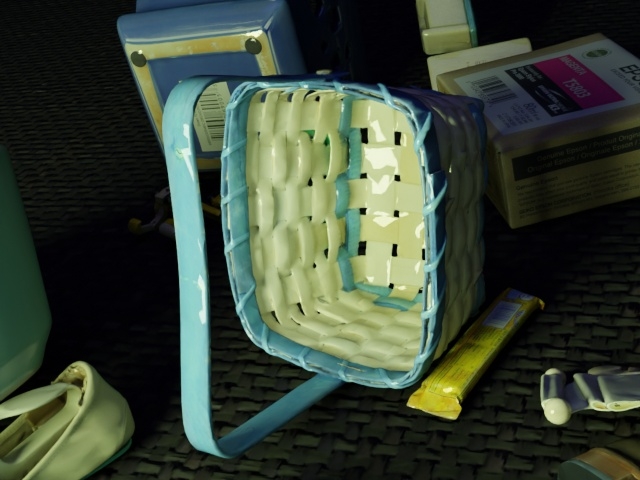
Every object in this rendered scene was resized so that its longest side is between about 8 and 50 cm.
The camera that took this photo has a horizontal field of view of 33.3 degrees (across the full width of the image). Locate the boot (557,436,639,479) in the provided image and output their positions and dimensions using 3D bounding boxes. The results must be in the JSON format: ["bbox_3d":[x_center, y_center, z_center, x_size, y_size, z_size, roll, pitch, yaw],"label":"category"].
[{"bbox_3d":[0.234,0.152,0.572,0.106,0.082,0.219,-22,23,-19],"label":"boot"}]

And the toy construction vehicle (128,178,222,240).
[{"bbox_3d":[-0.141,-0.028,1.125,0.086,0.035,0.098,20,43,29],"label":"toy construction vehicle"}]

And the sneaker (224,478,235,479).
[{"bbox_3d":[-0.066,0.214,0.604,0.082,0.069,0.209,-17,28,0],"label":"sneaker"}]

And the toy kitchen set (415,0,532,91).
[{"bbox_3d":[0.192,-0.239,1.342,0.122,0.166,0.207,-10,65,7],"label":"toy kitchen set"}]

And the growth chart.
[{"bbox_3d":[0.251,0.094,0.673,0.237,0.021,0.172,-3,0,20],"label":"growth chart"}]

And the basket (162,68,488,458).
[{"bbox_3d":[0.000,0.000,0.789,0.201,0.255,0.289,9,16,32],"label":"basket"}]

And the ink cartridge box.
[{"bbox_3d":[0.239,-0.117,1.066,0.193,0.088,0.235,-16,27,-3],"label":"ink cartridge box"}]

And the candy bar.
[{"bbox_3d":[0.123,0.082,0.820,0.040,0.018,0.161,13,36,33],"label":"candy bar"}]

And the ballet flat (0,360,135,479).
[{"bbox_3d":[-0.237,0.169,0.744,0.086,0.086,0.248,11,36,37],"label":"ballet flat"}]

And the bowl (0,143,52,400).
[{"bbox_3d":[-0.329,0.076,0.804,0.311,0.163,0.311,-31,8,5],"label":"bowl"}]

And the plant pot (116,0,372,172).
[{"bbox_3d":[-0.088,-0.205,1.226,0.236,0.236,0.212,-2,37,19],"label":"plant pot"}]
